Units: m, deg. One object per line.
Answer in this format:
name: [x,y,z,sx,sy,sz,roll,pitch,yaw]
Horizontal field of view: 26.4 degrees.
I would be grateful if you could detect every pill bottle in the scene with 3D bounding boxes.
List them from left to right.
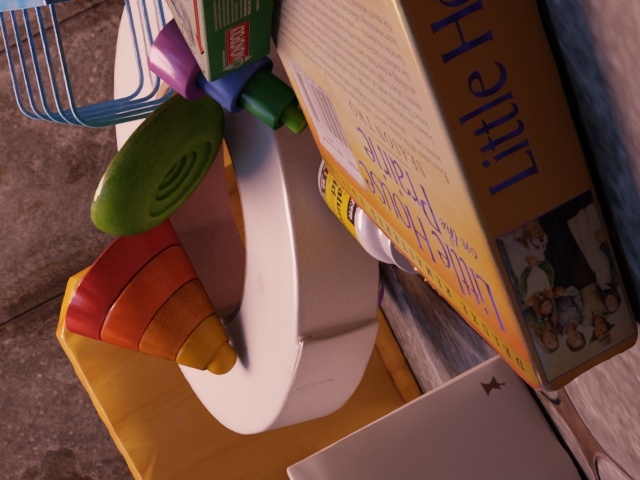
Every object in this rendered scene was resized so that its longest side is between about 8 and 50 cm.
pill bottle: [0.046,-0.024,0.879,0.065,0.065,0.116,66,172,-30]

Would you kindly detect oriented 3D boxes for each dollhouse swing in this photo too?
dollhouse swing: [-0.100,0.095,1.477,0.347,0.305,0.315,63,174,-12]

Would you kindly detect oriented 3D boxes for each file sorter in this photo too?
file sorter: [-0.166,-0.147,1.042,0.170,0.118,0.105,15,118,63]

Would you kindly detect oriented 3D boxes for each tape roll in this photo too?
tape roll: [-0.072,-0.036,1.113,0.392,0.072,0.392,39,135,54]

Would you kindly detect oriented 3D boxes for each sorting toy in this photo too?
sorting toy: [-0.083,-0.010,0.983,0.126,0.127,0.365,39,141,11]

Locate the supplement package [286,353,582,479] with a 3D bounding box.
supplement package: [0.098,0.231,1.020,0.178,0.175,0.293,61,173,20]

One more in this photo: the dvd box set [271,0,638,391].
dvd box set: [0.003,-0.166,0.644,0.420,0.062,0.307,66,173,-28]

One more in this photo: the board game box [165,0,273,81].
board game box: [-0.088,-0.216,0.678,0.214,0.046,0.317,62,174,5]

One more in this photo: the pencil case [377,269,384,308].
pencil case: [0.000,0.000,1.234,0.088,0.086,0.206,37,160,33]
